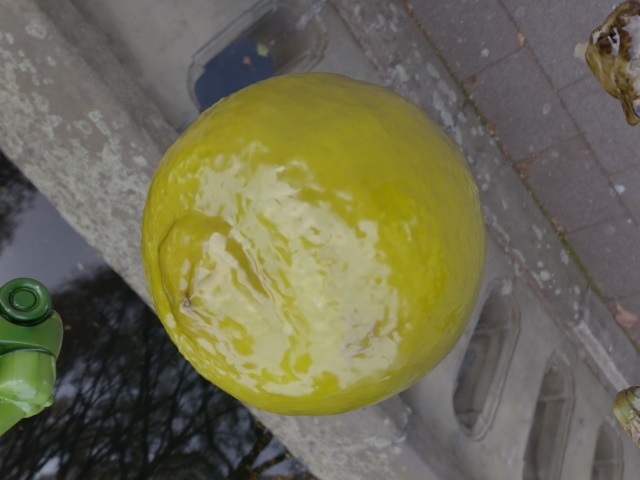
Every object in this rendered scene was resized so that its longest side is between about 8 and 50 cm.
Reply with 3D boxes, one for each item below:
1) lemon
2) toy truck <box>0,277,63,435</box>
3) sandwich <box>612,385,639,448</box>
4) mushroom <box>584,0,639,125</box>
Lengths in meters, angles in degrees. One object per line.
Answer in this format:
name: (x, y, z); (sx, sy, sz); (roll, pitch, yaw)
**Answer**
lemon: (0.000, 0.000, 0.603); (0.347, 0.348, 0.348); (17, 135, 18)
toy truck: (-0.383, 0.146, 0.691); (0.148, 0.187, 0.211); (-48, 63, 42)
sandwich: (0.349, 0.194, 0.626); (0.036, 0.093, 0.105); (-48, 69, 28)
mushroom: (0.299, -0.134, 0.322); (0.278, 0.163, 0.297); (-13, 104, 14)
